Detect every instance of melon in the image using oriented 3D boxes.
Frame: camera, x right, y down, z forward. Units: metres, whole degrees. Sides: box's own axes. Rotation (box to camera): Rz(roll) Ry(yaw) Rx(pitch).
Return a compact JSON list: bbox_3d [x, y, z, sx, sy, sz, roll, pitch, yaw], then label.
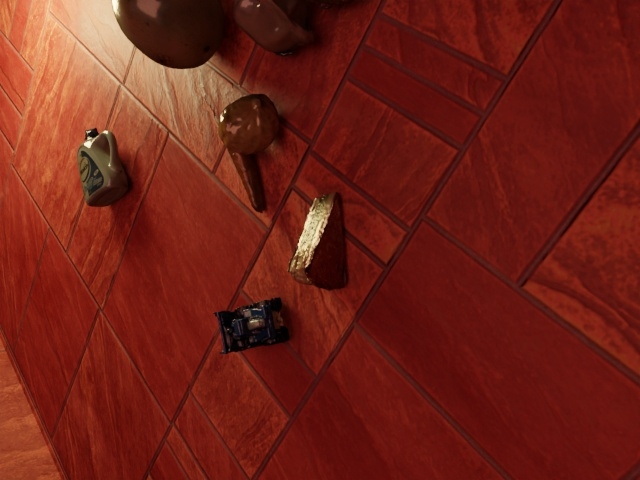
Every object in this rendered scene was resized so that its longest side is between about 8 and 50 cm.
[{"bbox_3d":[-0.410,-0.615,1.309,0.330,0.268,0.268,44,118,10],"label":"melon"}]

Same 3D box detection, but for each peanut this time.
[{"bbox_3d":[-0.178,-0.287,1.217,0.159,0.109,0.141,-26,65,7],"label":"peanut"}]

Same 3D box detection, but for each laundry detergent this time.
[{"bbox_3d":[-0.768,-0.277,1.711,0.215,0.105,0.281,-25,73,37],"label":"laundry detergent"}]

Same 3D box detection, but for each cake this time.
[{"bbox_3d":[-0.014,0.003,1.092,0.086,0.116,0.221,-6,88,45],"label":"cake"}]

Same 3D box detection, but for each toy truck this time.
[{"bbox_3d":[-0.186,0.219,1.227,0.208,0.126,0.113,-22,77,38],"label":"toy truck"}]

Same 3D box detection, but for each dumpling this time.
[{"bbox_3d":[-0.139,-0.534,1.135,0.293,0.204,0.163,46,131,18],"label":"dumpling"}]

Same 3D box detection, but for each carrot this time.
[{"bbox_3d":[-0.187,-0.167,1.275,0.061,0.061,0.210,-28,78,36],"label":"carrot"}]

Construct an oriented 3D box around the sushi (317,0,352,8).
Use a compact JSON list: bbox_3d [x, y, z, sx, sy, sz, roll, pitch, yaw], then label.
[{"bbox_3d":[0.005,-0.600,1.008,0.296,0.179,0.167,28,92,11],"label":"sushi"}]
